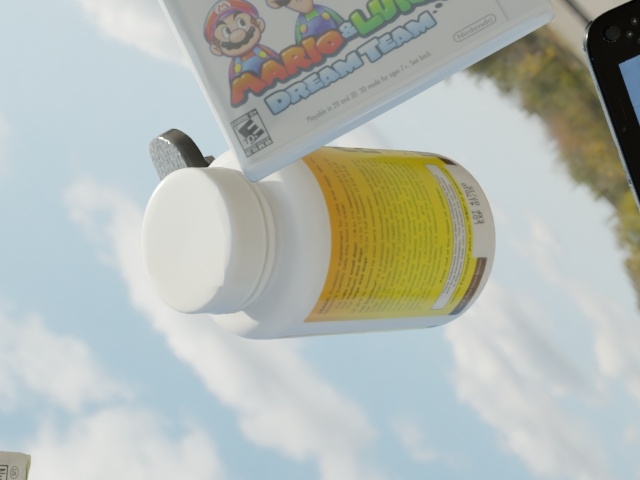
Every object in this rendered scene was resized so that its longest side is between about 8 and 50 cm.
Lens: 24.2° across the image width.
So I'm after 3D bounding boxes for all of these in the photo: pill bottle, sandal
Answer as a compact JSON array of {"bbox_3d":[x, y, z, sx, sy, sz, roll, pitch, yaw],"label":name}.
[{"bbox_3d":[0.000,0.000,0.914,0.215,0.117,0.117,0,-137,-45],"label":"pill bottle"},{"bbox_3d":[-0.113,-0.038,1.482,0.097,0.054,0.254,52,168,25],"label":"sandal"}]

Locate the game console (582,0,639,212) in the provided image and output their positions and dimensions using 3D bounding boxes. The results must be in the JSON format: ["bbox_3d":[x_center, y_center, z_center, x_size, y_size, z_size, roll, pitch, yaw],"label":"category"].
[{"bbox_3d":[0.283,-0.192,1.275,0.044,0.213,0.361,-116,4,-76],"label":"game console"}]

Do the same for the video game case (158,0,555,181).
[{"bbox_3d":[0.006,-0.123,0.690,0.143,0.157,0.019,64,-174,21],"label":"video game case"}]

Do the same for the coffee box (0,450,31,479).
[{"bbox_3d":[-0.447,0.331,1.232,0.334,0.338,0.338,6,171,-24],"label":"coffee box"}]
